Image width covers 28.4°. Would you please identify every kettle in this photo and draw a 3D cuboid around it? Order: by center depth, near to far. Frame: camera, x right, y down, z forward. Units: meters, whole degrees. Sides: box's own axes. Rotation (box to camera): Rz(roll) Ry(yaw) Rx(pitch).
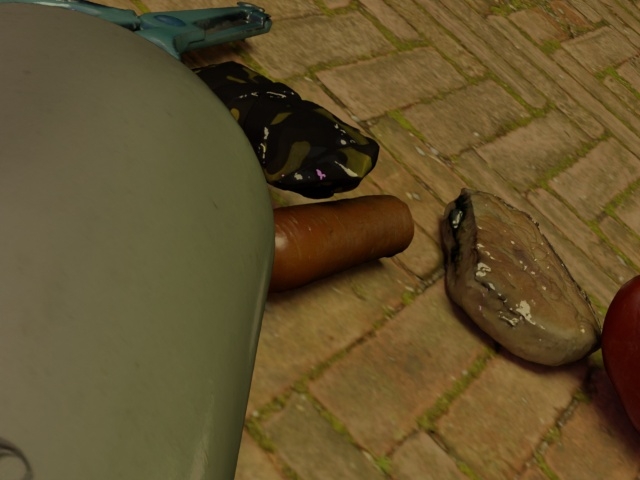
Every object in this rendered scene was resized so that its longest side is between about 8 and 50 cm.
[{"bbox_3d":[-0.199,0.063,0.500,0.361,0.250,0.377,22,26,-12],"label":"kettle"}]

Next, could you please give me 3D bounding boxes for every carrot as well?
[{"bbox_3d":[0.000,0.000,1.036,0.067,0.067,0.225,47,28,18],"label":"carrot"}]

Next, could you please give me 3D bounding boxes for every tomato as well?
[{"bbox_3d":[0.311,0.132,1.155,0.166,0.082,0.174,59,7,-43],"label":"tomato"}]

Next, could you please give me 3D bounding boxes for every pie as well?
[{"bbox_3d":[0.199,0.040,1.215,0.185,0.052,0.218,30,28,-13],"label":"pie"}]

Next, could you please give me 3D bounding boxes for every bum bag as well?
[{"bbox_3d":[-0.049,-0.097,1.077,0.106,0.060,0.232,-25,41,-34],"label":"bum bag"}]

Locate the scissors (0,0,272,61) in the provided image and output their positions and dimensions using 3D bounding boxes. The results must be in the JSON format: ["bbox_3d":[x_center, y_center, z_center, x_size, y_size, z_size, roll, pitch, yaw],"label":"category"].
[{"bbox_3d":[-0.149,-0.190,1.147,0.180,0.032,0.393,27,22,18],"label":"scissors"}]
